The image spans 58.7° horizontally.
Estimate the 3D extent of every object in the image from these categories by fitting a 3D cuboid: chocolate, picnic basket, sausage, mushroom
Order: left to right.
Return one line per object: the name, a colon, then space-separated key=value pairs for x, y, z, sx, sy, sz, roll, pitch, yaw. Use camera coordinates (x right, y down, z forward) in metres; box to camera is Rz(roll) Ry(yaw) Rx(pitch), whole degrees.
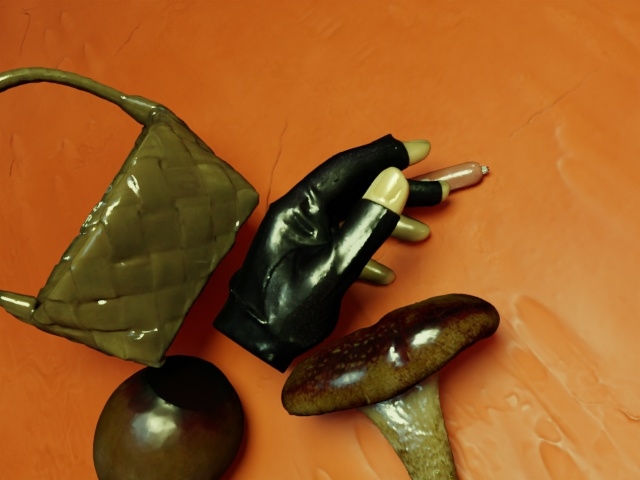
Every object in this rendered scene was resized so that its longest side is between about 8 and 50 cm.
picnic basket: x=-0.278 y=-0.046 z=0.652 sx=0.337 sy=0.337 sz=0.293 roll=23 pitch=79 yaw=33
chocolate: x=-0.167 y=0.219 z=0.620 sx=0.176 sy=0.177 sz=0.177 roll=-11 pitch=63 yaw=23
sausage: x=0.091 y=-0.056 z=0.685 sx=0.223 sy=0.029 sz=0.029 roll=-14 pitch=62 yaw=21
mushroom: x=0.098 y=0.177 z=0.538 sx=0.227 sy=0.148 sz=0.217 roll=-32 pitch=75 yaw=22

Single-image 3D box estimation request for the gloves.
gloves: x=0.015 y=0.004 z=0.595 sx=0.301 sy=0.197 sz=0.152 roll=-36 pitch=91 yaw=-12
